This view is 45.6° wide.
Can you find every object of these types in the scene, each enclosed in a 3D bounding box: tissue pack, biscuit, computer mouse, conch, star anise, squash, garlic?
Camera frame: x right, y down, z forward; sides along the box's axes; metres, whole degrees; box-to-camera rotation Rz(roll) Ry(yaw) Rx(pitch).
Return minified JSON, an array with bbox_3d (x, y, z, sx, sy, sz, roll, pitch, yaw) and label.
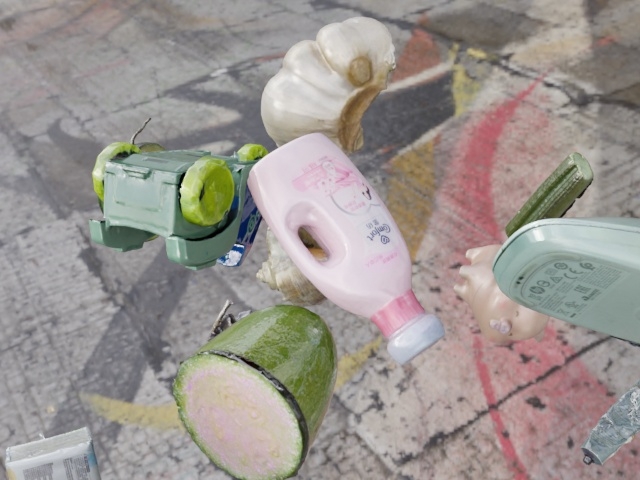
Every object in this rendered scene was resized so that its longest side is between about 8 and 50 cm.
[{"bbox_3d":[-0.492,0.484,1.452,0.159,0.229,0.145,-13,11,-16],"label":"tissue pack"},{"bbox_3d":[0.565,-0.088,1.903,0.038,0.322,0.099,-8,58,-30],"label":"biscuit"},{"bbox_3d":[0.322,0.031,0.759,0.288,0.159,0.097,18,63,1],"label":"computer mouse"},{"bbox_3d":[-0.006,-0.003,1.907,0.352,0.297,0.210,-25,17,-13],"label":"conch"},{"bbox_3d":[-0.232,0.272,1.990,0.230,0.262,0.081,-28,25,-36],"label":"star anise"},{"bbox_3d":[-0.091,0.282,1.560,0.310,0.310,0.309,11,28,26],"label":"squash"},{"bbox_3d":[-0.007,-0.251,1.297,0.185,0.281,0.203,5,24,-22],"label":"garlic"}]

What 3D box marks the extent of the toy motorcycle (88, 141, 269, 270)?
[{"bbox_3d":[-0.176,-0.047,1.165,0.191,0.200,0.326,12,12,28],"label":"toy motorcycle"}]

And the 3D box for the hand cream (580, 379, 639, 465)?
[{"bbox_3d":[0.618,0.361,1.545,0.248,0.052,0.075,-45,46,-8],"label":"hand cream"}]

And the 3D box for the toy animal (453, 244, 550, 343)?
[{"bbox_3d":[0.501,0.142,2.077,0.269,0.237,0.326,13,34,12],"label":"toy animal"}]

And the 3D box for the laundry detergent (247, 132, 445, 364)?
[{"bbox_3d":[0.042,0.013,1.033,0.159,0.088,0.335,-29,75,-21],"label":"laundry detergent"}]

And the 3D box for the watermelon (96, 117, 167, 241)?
[{"bbox_3d":[-0.396,-0.110,1.601,0.127,0.232,0.204,8,52,24],"label":"watermelon"}]
